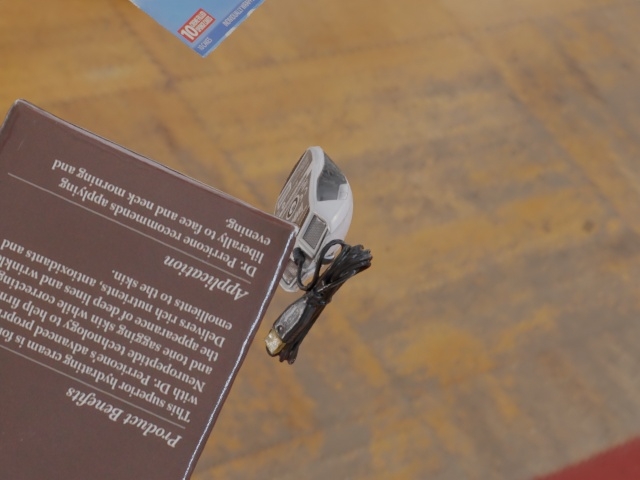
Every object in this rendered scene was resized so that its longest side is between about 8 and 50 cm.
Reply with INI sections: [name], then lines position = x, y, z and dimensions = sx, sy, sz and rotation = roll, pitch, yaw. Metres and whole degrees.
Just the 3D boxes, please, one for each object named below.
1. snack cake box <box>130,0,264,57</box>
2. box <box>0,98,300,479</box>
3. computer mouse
[snack cake box]
position = -0.076, -0.278, 1.493
dimensions = 0.152, 0.264, 0.089
rotation = 36, 52, -14
[box]
position = -0.130, 0.053, 1.024
dimensions = 0.168, 0.203, 0.167
rotation = 25, -5, -3
[computer mouse]
position = 0.000, 0.000, 1.250
dimensions = 0.042, 0.106, 0.193
rotation = 24, 29, -14
